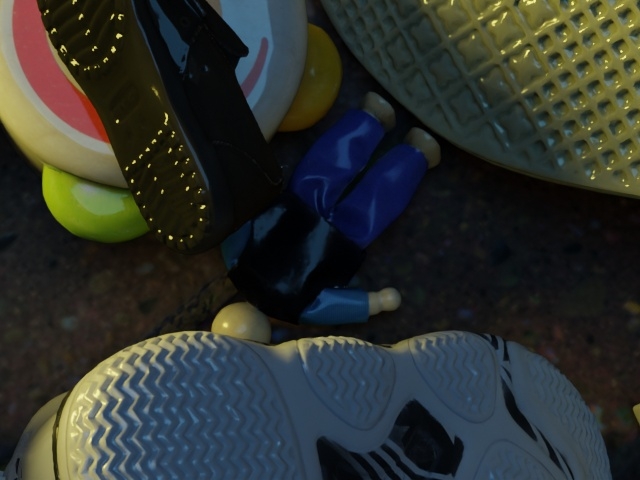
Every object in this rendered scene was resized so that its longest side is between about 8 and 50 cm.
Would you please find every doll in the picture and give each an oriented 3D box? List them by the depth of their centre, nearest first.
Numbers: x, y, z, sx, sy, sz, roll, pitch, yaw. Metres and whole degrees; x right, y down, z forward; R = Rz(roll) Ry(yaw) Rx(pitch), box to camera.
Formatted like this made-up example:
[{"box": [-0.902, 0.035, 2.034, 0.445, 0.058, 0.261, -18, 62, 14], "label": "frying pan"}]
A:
[{"box": [0.000, 0.000, 0.842, 0.129, 0.046, 0.189, 39, 75, 3], "label": "doll"}]

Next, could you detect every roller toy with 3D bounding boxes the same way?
[{"box": [-0.107, -0.116, 0.819, 0.209, 0.146, 0.191, -35, 89, -12], "label": "roller toy"}]

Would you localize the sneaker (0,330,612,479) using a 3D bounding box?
[{"box": [-0.015, 0.132, 0.762, 0.365, 0.210, 0.137, 9, 70, -36], "label": "sneaker"}]

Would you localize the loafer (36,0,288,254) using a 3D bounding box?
[{"box": [-0.085, -0.099, 0.716, 0.078, 0.080, 0.220, -17, 84, -44], "label": "loafer"}]

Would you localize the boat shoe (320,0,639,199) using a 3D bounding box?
[{"box": [0.211, -0.120, 0.806, 0.500, 0.187, 0.156, 24, 30, 27], "label": "boat shoe"}]

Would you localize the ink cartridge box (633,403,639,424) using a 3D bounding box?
[{"box": [0.313, 0.091, 0.776, 0.212, 0.154, 0.093, -20, 76, -9], "label": "ink cartridge box"}]
